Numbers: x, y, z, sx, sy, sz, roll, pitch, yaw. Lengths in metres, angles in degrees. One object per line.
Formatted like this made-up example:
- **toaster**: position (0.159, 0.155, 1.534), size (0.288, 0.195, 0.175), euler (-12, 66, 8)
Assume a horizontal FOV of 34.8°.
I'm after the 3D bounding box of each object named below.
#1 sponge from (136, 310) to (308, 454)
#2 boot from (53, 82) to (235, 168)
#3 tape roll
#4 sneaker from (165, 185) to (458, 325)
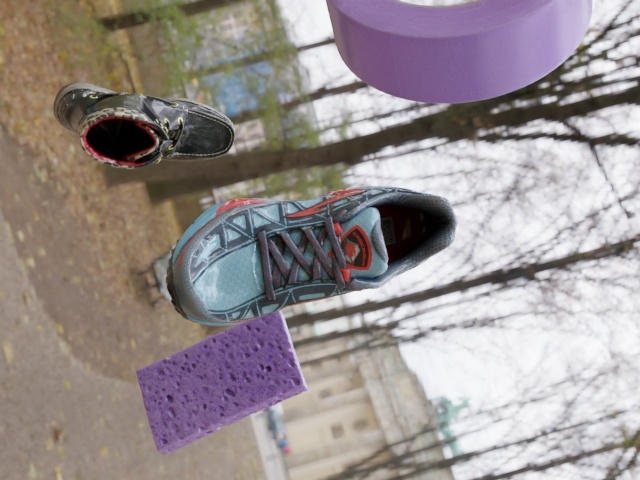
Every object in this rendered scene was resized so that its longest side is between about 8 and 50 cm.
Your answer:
- **sponge**: position (-0.128, 0.180, 1.319), size (0.031, 0.210, 0.117), euler (59, 8, -60)
- **boot**: position (-0.200, -0.127, 1.254), size (0.178, 0.236, 0.085), euler (-137, -120, -62)
- **tape roll**: position (0.142, -0.268, 1.062), size (0.090, 0.275, 0.275), euler (73, -2, -50)
- **sneaker**: position (0.000, 0.000, 0.846), size (0.125, 0.262, 0.104), euler (-6, -80, 61)
